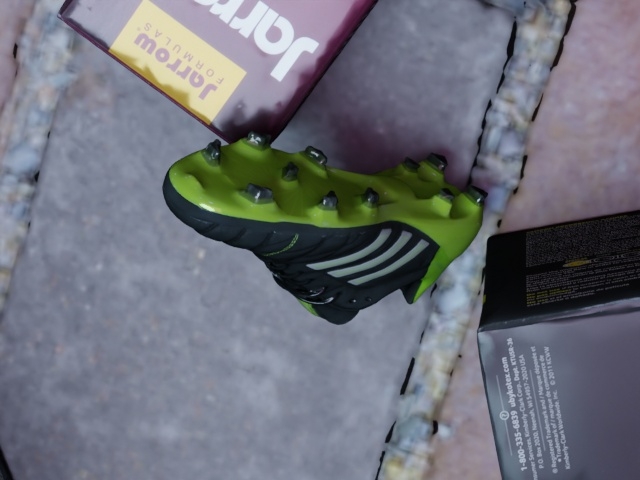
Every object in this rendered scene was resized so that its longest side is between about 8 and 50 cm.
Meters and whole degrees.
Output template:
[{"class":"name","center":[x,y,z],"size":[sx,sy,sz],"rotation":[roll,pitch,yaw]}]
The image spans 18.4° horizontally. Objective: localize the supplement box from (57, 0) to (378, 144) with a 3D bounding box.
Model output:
[{"class":"supplement box","center":[-0.009,-0.140,0.805],"size":[0.104,0.081,0.188],"rotation":[36,104,-3]}]

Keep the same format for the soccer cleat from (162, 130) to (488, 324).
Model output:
[{"class":"soccer cleat","center":[0.000,0.000,0.798],"size":[0.060,0.179,0.072],"rotation":[44,115,33]}]

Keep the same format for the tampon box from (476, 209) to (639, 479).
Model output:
[{"class":"tampon box","center":[0.123,0.062,0.794],"size":[0.101,0.161,0.120],"rotation":[-10,100,8]}]

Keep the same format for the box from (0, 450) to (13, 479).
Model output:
[{"class":"box","center":[-0.185,0.107,0.799],"size":[0.059,0.233,0.183],"rotation":[-20,100,7]}]
